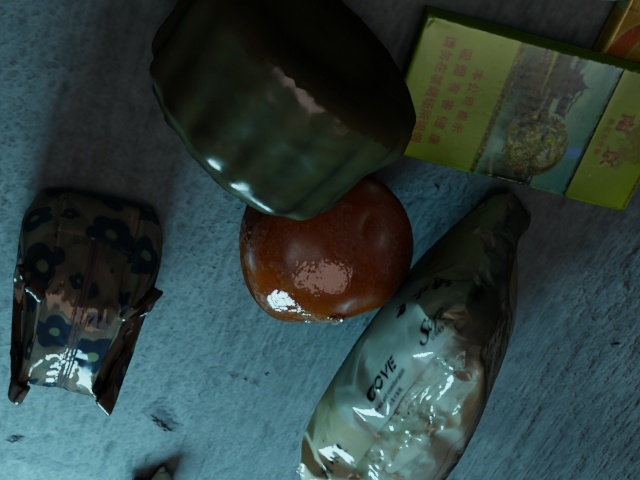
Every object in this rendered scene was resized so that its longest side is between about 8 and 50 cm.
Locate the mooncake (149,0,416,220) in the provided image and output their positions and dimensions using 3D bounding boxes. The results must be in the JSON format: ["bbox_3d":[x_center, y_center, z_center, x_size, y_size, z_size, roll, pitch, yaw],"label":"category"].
[{"bbox_3d":[-0.041,-0.165,0.923,0.290,0.290,0.161,33,122,-27],"label":"mooncake"}]

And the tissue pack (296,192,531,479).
[{"bbox_3d":[0.151,0.150,1.142,0.195,0.390,0.376,32,120,8],"label":"tissue pack"}]

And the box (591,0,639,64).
[{"bbox_3d":[0.424,-0.241,1.086,0.152,0.043,0.269,14,123,-13],"label":"box"}]

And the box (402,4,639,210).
[{"bbox_3d":[0.262,-0.160,1.086,0.334,0.047,0.187,13,122,-7],"label":"box"}]

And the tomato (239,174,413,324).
[{"bbox_3d":[0.004,-0.001,1.085,0.232,0.232,0.189,-13,107,0],"label":"tomato"}]

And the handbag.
[{"bbox_3d":[-0.307,0.089,1.110,0.190,0.193,0.252,12,121,-13],"label":"handbag"}]

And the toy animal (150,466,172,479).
[{"bbox_3d":[-0.294,0.431,1.425,0.082,0.091,0.114,21,122,-6],"label":"toy animal"}]
